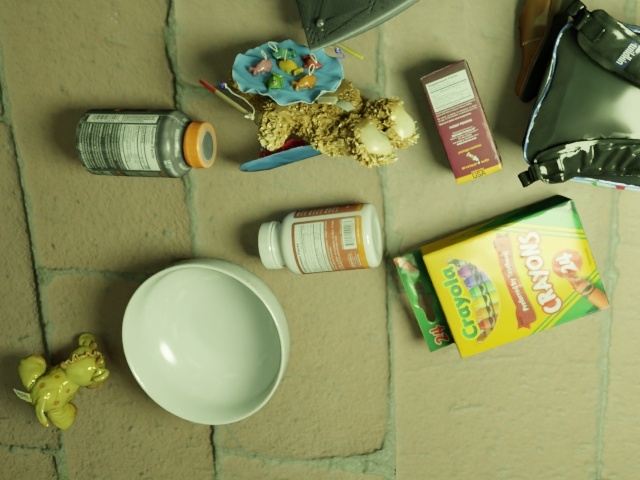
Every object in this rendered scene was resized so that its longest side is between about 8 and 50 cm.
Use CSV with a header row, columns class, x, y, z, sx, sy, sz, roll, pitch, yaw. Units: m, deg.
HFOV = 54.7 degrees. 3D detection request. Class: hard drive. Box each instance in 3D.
class,x,y,z,sx,sy,sz,roll,pitch,yaw
hard drive,0.073,-0.419,0.973,0.254,0.054,0.172,-19,83,34

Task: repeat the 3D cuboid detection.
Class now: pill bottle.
class,x,y,z,sx,sy,sz,roll,pitch,yaw
pill bottle,0.000,0.000,1.154,0.216,0.121,0.121,-6,103,16
pill bottle,-0.326,-0.185,1.183,0.245,0.130,0.131,4,105,13

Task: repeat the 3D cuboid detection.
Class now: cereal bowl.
class,x,y,z,sx,sy,sz,roll,pitch,yaw
cereal bowl,-0.214,0.188,1.245,0.338,0.141,0.339,4,105,14

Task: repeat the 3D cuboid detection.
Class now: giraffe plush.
class,x,y,z,sx,sy,sz,roll,pitch,yaw
giraffe plush,-0.550,0.297,1.362,0.170,0.210,0.181,-33,83,-13

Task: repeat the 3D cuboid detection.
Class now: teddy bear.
class,x,y,z,sx,sy,sz,roll,pitch,yaw
teddy bear,0.000,-0.206,1.047,0.337,0.245,0.113,14,133,10

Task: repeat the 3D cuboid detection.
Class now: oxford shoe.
class,x,y,z,sx,sy,sz,roll,pitch,yaw
oxford shoe,0.356,-0.335,1.016,0.076,0.076,0.212,29,115,37

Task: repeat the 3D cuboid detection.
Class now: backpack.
class,x,y,z,sx,sy,sz,roll,pitch,yaw
backpack,0.464,-0.196,0.941,0.263,0.213,0.277,19,114,17

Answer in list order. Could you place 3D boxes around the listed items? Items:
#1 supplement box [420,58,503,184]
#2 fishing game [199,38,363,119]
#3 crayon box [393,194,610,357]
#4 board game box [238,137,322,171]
class,x,y,z,sx,sy,sz,roll,pitch,yaw
supplement box,0.241,-0.201,1.049,0.080,0.104,0.188,-19,98,18
fishing game,-0.054,-0.285,1.015,0.189,0.264,0.041,40,147,28
crayon box,0.312,0.073,1.087,0.318,0.081,0.202,-22,98,9
board game box,-0.071,-0.163,1.127,0.168,0.133,0.033,-15,88,17
